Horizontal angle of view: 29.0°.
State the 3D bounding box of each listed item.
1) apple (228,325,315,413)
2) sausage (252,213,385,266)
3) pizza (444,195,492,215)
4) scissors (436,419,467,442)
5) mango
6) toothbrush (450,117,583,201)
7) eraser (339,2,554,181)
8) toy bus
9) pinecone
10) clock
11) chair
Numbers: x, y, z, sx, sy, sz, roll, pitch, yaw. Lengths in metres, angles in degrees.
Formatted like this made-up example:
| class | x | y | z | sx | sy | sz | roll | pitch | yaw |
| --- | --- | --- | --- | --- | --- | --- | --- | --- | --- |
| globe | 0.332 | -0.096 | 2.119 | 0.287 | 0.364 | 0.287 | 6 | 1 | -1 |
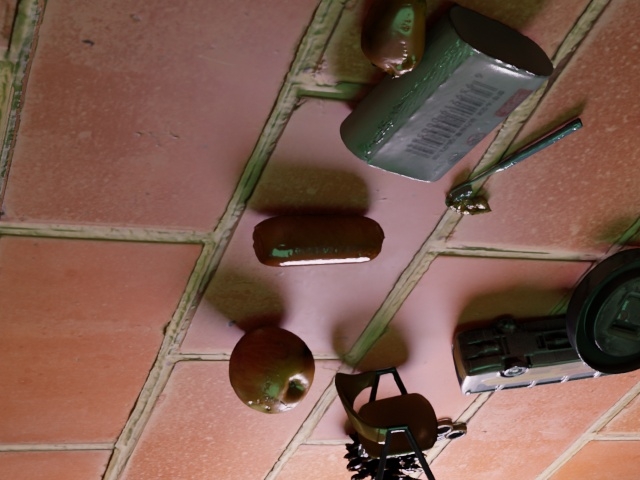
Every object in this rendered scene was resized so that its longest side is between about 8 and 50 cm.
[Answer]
| class | x | y | z | sx | sy | sz | roll | pitch | yaw |
| --- | --- | --- | --- | --- | --- | --- | --- | --- | --- |
| apple | -0.075 | 0.209 | 1.996 | 0.146 | 0.147 | 0.146 | -9 | 147 | -6 |
| sausage | 0.000 | 0.000 | 1.771 | 0.197 | 0.076 | 0.076 | -1 | 145 | -19 |
| pizza | 0.217 | -0.052 | 1.815 | 0.083 | 0.016 | 0.037 | 10 | 135 | -27 |
| scissors | 0.199 | 0.421 | 2.518 | 0.088 | 0.017 | 0.220 | 22 | 135 | -41 |
| mango | 0.088 | -0.248 | 1.434 | 0.077 | 0.063 | 0.127 | 14 | 139 | 0 |
| toothbrush | 0.274 | -0.112 | 1.740 | 0.219 | 0.019 | 0.016 | -31 | 138 | 26 |
| eraser | 0.155 | -0.178 | 1.550 | 0.174 | 0.081 | 0.227 | 17 | 138 | -31 |
| toy bus | 0.398 | 0.196 | 2.179 | 0.342 | 0.097 | 0.138 | -7 | 153 | -11 |
| pinecone | 0.130 | 0.444 | 2.392 | 0.162 | 0.165 | 0.163 | -8 | 160 | -3 |
| clock | 0.511 | 0.117 | 2.051 | 0.226 | 0.049 | 0.226 | -10 | 119 | -18 |
| chair | 0.122 | 0.335 | 2.195 | 0.172 | 0.159 | 0.247 | -8 | 124 | -1 |
